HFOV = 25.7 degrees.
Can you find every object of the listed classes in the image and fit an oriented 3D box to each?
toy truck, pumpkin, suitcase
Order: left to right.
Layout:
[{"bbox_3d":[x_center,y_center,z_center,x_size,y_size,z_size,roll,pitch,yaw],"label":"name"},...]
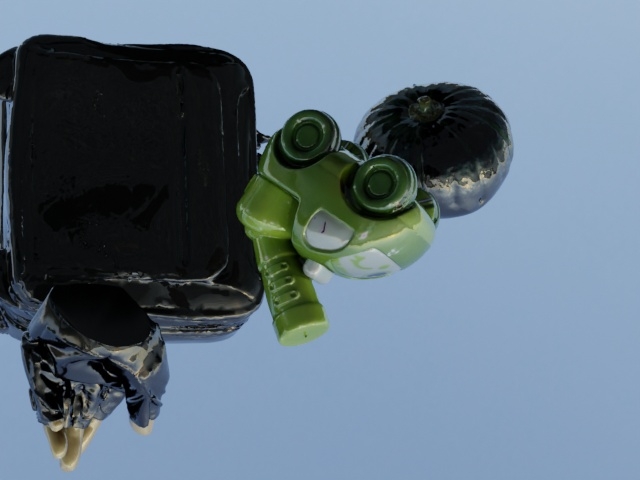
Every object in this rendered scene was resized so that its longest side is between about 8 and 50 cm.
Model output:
[{"bbox_3d":[-0.217,-0.053,1.617,0.339,0.188,0.345,3,-112,-18],"label":"suitcase"},{"bbox_3d":[-0.001,-0.021,1.401,0.210,0.148,0.187,-40,-112,6],"label":"toy truck"},{"bbox_3d":[0.137,-0.114,1.710,0.202,0.140,0.202,-8,-138,7],"label":"pumpkin"}]

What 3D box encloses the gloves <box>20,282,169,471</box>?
[{"bbox_3d":[-0.234,0.146,1.426,0.164,0.203,0.124,18,-136,-16],"label":"gloves"}]
